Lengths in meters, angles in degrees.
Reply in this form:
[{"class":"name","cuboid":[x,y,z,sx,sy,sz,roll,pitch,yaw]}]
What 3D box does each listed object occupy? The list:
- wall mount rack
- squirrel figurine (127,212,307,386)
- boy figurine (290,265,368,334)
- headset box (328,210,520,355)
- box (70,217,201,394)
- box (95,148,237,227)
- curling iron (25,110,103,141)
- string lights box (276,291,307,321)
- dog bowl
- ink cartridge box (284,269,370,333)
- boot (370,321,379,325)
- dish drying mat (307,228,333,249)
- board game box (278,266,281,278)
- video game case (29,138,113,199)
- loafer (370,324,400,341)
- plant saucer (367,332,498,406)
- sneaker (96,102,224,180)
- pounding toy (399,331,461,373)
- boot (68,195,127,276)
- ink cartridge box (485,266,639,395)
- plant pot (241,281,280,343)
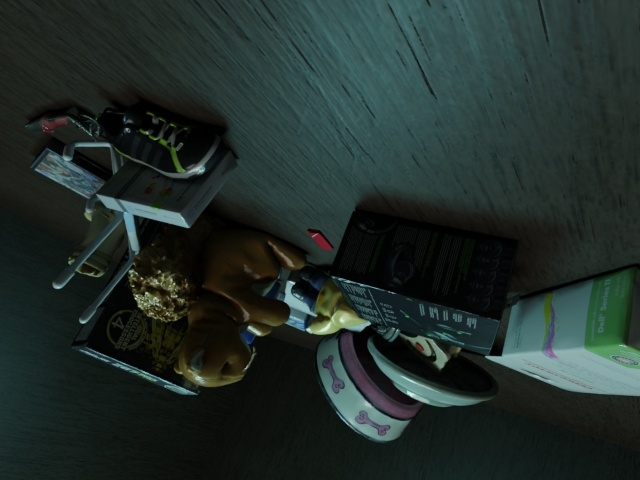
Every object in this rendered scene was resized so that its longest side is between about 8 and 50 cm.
[{"class":"wall mount rack","cuboid":[-0.440,-0.017,0.852,0.130,0.304,0.350,-6,155,-19]},{"class":"squirrel figurine","cuboid":[-0.277,0.145,1.030,0.397,0.370,0.281,32,155,-21]},{"class":"boy figurine","cuboid":[0.019,0.149,1.009,0.092,0.177,0.285,29,179,-23]},{"class":"headset box","cuboid":[0.192,0.083,0.738,0.283,0.131,0.246,13,159,24]},{"class":"box","cuboid":[-0.397,0.162,1.116,0.097,0.395,0.318,-15,136,37]},{"class":"box","cuboid":[-0.252,-0.100,0.694,0.186,0.145,0.038,14,146,24]},{"class":"curling iron","cuboid":[-0.516,-0.222,0.823,0.274,0.035,0.068,8,157,33]},{"class":"string lights box","cuboid":[-0.113,0.296,1.733,0.133,0.077,0.260,21,161,7]},{"class":"dog bowl","cuboid":[0.183,0.448,1.422,0.408,0.408,0.150,30,118,-23]},{"class":"ink cartridge box","cuboid":[0.028,0.185,1.272,0.275,0.060,0.239,22,156,1]},{"class":"boot","cuboid":[0.214,0.166,0.994,0.207,0.094,0.246,17,155,26]},{"class":"dish drying mat","cuboid":[0.000,0.000,0.910,0.032,0.008,0.083,10,158,29]},{"class":"board game box","cuboid":[-0.166,0.085,1.304,0.090,0.020,0.090,21,160,2]},{"class":"video game case","cuboid":[-0.608,-0.155,1.106,0.248,0.035,0.275,35,157,-34]},{"class":"loafer","cuboid":[0.190,0.246,1.255,0.084,0.096,0.267,25,164,8]},{"class":"plant saucer","cuboid":[0.326,0.408,1.290,0.400,0.100,0.400,15,-174,-2]},{"class":"sneaker","cuboid":[-0.259,-0.157,0.645,0.234,0.084,0.097,12,158,26]},{"class":"pounding toy","cuboid":[0.324,0.252,1.157,0.154,0.155,0.269,44,162,27]},{"class":"boot","cuboid":[-0.586,-0.010,1.103,0.262,0.203,0.095,2,152,40]},{"class":"ink cartridge box","cuboid":[0.460,0.170,0.703,0.207,0.119,0.353,22,160,-2]},{"class":"plant pot","cuboid":[-0.314,0.188,1.437,0.212,0.236,0.236,41,155,-30]}]
